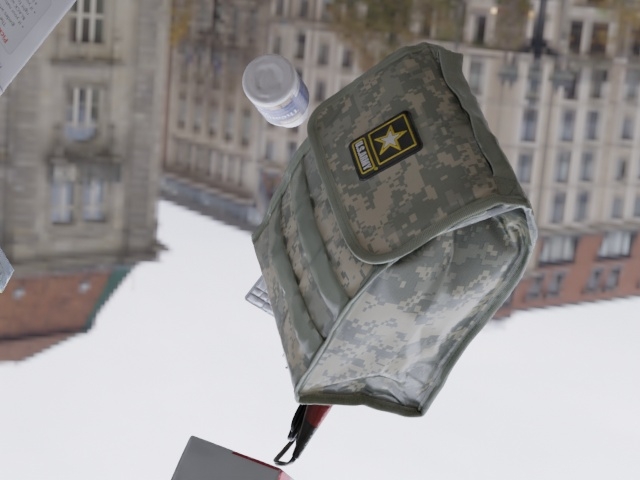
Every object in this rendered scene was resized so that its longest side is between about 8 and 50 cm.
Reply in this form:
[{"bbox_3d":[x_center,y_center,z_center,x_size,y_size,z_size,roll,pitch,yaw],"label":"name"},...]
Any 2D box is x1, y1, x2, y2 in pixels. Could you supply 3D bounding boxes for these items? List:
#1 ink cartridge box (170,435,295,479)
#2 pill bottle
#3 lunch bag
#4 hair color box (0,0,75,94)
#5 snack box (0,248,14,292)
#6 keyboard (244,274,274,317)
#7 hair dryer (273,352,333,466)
[{"bbox_3d":[-0.099,0.332,1.600,0.128,0.127,0.176,16,163,22],"label":"ink cartridge box"},{"bbox_3d":[-0.050,-0.180,1.638,0.067,0.067,0.120,8,169,14],"label":"pill bottle"},{"bbox_3d":[0.067,-0.016,1.226,0.169,0.287,0.235,11,-142,-26],"label":"lunch bag"},{"bbox_3d":[-0.207,-0.117,0.708,0.053,0.093,0.167,-3,-137,32],"label":"hair color box"},{"bbox_3d":[-0.382,-0.006,1.317,0.100,0.141,0.037,-4,-138,21],"label":"snack box"},{"bbox_3d":[0.000,0.000,1.762,0.072,0.256,0.014,30,-162,-24],"label":"keyboard"},{"bbox_3d":[0.037,0.155,1.691,0.080,0.224,0.293,18,142,-22],"label":"hair dryer"}]
